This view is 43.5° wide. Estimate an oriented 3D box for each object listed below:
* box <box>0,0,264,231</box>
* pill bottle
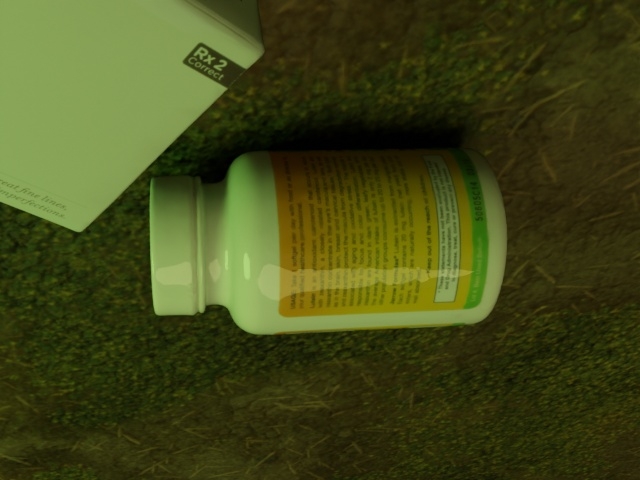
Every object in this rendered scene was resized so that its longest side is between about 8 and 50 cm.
[{"bbox_3d":[-0.155,-0.123,0.419,0.181,0.119,0.182,26,131,-37],"label":"box"},{"bbox_3d":[0.000,0.000,0.599,0.245,0.136,0.136,-2,143,-10],"label":"pill bottle"}]
